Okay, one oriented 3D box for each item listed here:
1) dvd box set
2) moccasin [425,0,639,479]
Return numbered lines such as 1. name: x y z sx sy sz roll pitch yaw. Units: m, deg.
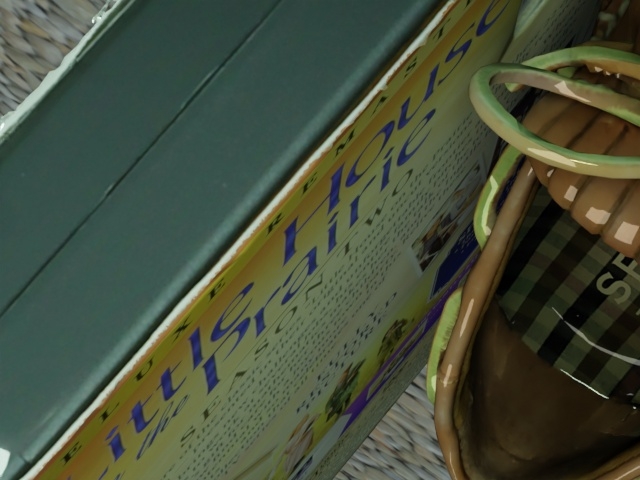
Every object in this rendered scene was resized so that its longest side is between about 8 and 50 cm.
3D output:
1. dvd box set: 0.000 0.000 0.632 0.062 0.308 0.420 37 165 11
2. moccasin: 0.116 -0.029 0.527 0.139 0.147 0.380 38 147 0
